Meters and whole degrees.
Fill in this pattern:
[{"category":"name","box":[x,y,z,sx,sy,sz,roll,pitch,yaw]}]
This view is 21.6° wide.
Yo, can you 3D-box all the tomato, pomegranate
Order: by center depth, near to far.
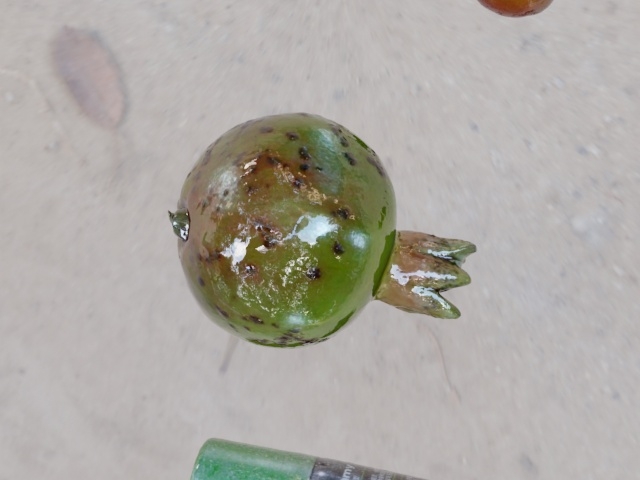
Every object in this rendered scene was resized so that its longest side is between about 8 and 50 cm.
[{"category":"pomegranate","box":[0.000,0.000,1.108,0.205,0.159,0.159,17,100,-9]},{"category":"tomato","box":[0.166,-0.233,1.420,0.087,0.087,0.075,11,142,-1]}]

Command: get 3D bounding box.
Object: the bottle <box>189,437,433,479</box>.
[{"category":"bottle","box":[0.056,0.236,1.383,0.330,0.093,0.093,12,100,7]}]
